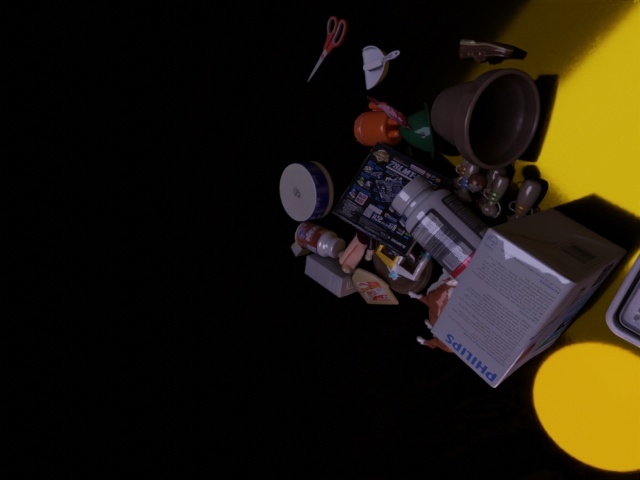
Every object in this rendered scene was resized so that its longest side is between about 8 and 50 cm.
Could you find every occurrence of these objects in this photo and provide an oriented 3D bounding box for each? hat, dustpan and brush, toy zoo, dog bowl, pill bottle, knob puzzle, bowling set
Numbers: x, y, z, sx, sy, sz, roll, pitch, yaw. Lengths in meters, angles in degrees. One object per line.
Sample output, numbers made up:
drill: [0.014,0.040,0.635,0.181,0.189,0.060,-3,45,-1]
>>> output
hat: [0.266,-0.353,1.421,0.184,0.173,0.208,-8,69,12]
dustpan and brush: [0.213,-0.632,1.538,0.211,0.060,0.147,1,101,49]
toy zoo: [0.318,0.009,1.562,0.192,0.030,0.293,39,110,36]
dog bowl: [-0.066,-0.220,1.950,0.265,0.104,0.264,18,114,46]
pill bottle: [0.000,0.000,1.921,0.216,0.121,0.121,24,119,37]
knob puzzle: [0.209,0.180,1.760,0.213,0.030,0.213,28,146,21]
pill bottle: [0.369,-0.041,1.296,0.318,0.176,0.176,48,134,15]
bowling set: [0.470,-0.144,1.287,0.287,0.200,0.154,41,130,39]

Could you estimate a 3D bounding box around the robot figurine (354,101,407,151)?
robot figurine: [0.211,-0.401,1.557,0.219,0.128,0.158,13,152,47]

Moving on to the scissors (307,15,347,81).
scissors: [0.023,-0.754,1.753,0.109,0.021,0.297,49,132,26]

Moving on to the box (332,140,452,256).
box: [0.240,-0.140,1.468,0.296,0.073,0.293,32,89,16]

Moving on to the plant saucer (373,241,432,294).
plant saucer: [0.302,0.076,1.661,0.278,0.041,0.277,18,115,45]

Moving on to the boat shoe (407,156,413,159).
boat shoe: [0.294,-0.180,1.528,0.079,0.084,0.232,-11,72,43]

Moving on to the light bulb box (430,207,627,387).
light bulb box: [0.542,0.139,1.153,0.225,0.358,0.360,44,132,35]

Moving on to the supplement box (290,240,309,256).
supplement box: [-0.083,0.029,2.059,0.083,0.083,0.056,-48,64,44]

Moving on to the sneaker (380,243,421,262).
sneaker: [0.280,0.029,1.538,0.178,0.072,0.077,49,128,42]

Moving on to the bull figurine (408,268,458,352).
bull figurine: [0.418,0.245,1.530,0.188,0.101,0.310,-2,97,53]

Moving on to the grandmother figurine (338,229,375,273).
grandmother figurine: [0.170,-0.012,1.712,0.207,0.104,0.342,67,147,37]

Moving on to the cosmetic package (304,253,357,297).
cosmetic package: [0.052,0.141,1.903,0.238,0.127,0.107,30,123,43]

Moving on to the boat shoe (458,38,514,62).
boat shoe: [0.478,-0.546,1.259,0.178,0.064,0.060,37,132,45]

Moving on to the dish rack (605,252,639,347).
dish rack: [0.881,0.167,0.990,0.333,0.072,0.285,34,126,38]

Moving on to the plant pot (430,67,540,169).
plant pot: [0.440,-0.355,1.238,0.229,0.263,0.262,-139,49,-56]
